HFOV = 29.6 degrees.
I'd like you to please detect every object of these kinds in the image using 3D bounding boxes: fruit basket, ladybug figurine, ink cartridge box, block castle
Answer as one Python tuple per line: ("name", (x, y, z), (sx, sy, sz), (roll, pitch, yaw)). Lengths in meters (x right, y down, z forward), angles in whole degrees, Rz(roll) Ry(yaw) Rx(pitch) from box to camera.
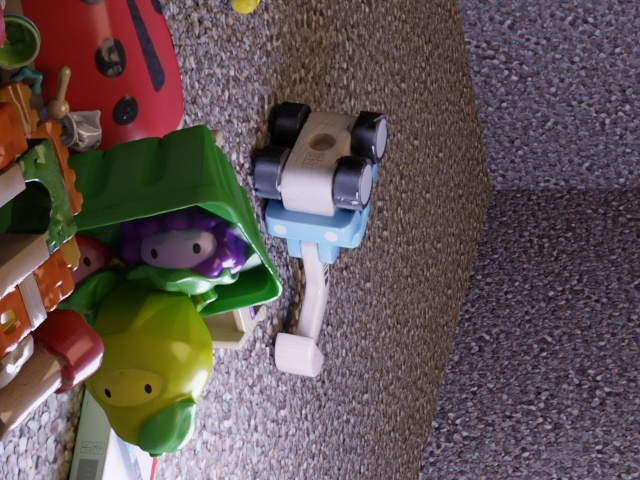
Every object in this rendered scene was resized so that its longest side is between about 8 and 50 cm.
("fruit basket", (-0.246, 0.076, 1.563), (0.283, 0.392, 0.392), (62, 34, -52))
("ladybug figurine", (-0.310, -0.258, 1.682), (0.305, 0.162, 0.449), (-70, 152, -42))
("ink cartridge box", (-0.286, 0.303, 1.891), (0.261, 0.066, 0.296), (44, 50, -62))
("block castle", (-0.408, -0.037, 1.225), (0.213, 0.303, 0.453), (-49, 136, -51))

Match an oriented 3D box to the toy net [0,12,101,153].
("toy net", (-0.366, -0.183, 1.537), (0.232, 0.122, 0.045), (58, 12, -35))

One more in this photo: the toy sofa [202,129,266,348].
("toy sofa", (-0.199, -0.011, 2.003), (0.177, 0.150, 0.362), (-59, 144, -52))

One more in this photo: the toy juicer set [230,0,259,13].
("toy juicer set", (-0.144, -0.523, 2.219), (0.329, 0.090, 0.209), (-56, 162, -77))

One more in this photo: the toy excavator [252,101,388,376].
("toy excavator", (0.000, 0.000, 2.503), (0.445, 0.222, 0.433), (82, 21, -44))
